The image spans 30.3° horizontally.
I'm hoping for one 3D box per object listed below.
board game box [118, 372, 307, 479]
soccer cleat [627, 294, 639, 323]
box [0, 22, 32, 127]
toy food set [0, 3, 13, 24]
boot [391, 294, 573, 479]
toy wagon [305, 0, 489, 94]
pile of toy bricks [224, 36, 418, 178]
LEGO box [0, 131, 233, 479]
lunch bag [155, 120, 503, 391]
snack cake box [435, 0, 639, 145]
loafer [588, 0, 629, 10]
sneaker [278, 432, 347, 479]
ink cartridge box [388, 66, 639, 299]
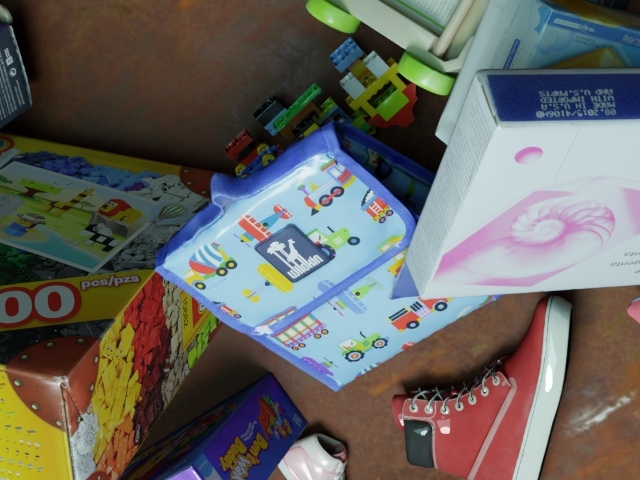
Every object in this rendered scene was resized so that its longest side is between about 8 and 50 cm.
[{"bbox_3d":[-0.202,0.304,1.350,0.347,0.233,0.078,-33,95,25],"label":"board game box"},{"bbox_3d":[0.397,0.190,1.195,0.116,0.109,0.318,-1,113,43],"label":"soccer cleat"},{"bbox_3d":[-0.438,-0.154,1.248,0.153,0.207,0.108,21,137,27],"label":"box"},{"bbox_3d":[-0.382,-0.337,1.290,0.128,0.071,0.217,-7,107,45],"label":"toy food set"},{"bbox_3d":[0.168,0.154,1.258,0.176,0.088,0.244,17,116,14],"label":"boot"},{"bbox_3d":[0.087,-0.312,1.106,0.344,0.068,0.267,37,109,24],"label":"toy wagon"},{"bbox_3d":[0.007,-0.106,1.226,0.212,0.118,0.105,-41,120,10],"label":"pile of toy bricks"},{"bbox_3d":[-0.386,0.053,1.234,0.501,0.372,0.193,11,125,15],"label":"LEGO box"},{"bbox_3d":[0.000,0.000,1.149,0.221,0.138,0.293,-33,138,25],"label":"lunch bag"},{"bbox_3d":[0.252,-0.124,1.049,0.264,0.089,0.152,6,116,-30],"label":"snack cake box"},{"bbox_3d":[0.202,-0.159,1.142,0.095,0.109,0.302,34,110,26],"label":"loafer"},{"bbox_3d":[0.015,0.280,1.369,0.070,0.051,0.134,-36,100,17],"label":"sneaker"},{"bbox_3d":[0.249,-0.020,1.007,0.324,0.071,0.330,-3,146,-12],"label":"ink cartridge box"}]
